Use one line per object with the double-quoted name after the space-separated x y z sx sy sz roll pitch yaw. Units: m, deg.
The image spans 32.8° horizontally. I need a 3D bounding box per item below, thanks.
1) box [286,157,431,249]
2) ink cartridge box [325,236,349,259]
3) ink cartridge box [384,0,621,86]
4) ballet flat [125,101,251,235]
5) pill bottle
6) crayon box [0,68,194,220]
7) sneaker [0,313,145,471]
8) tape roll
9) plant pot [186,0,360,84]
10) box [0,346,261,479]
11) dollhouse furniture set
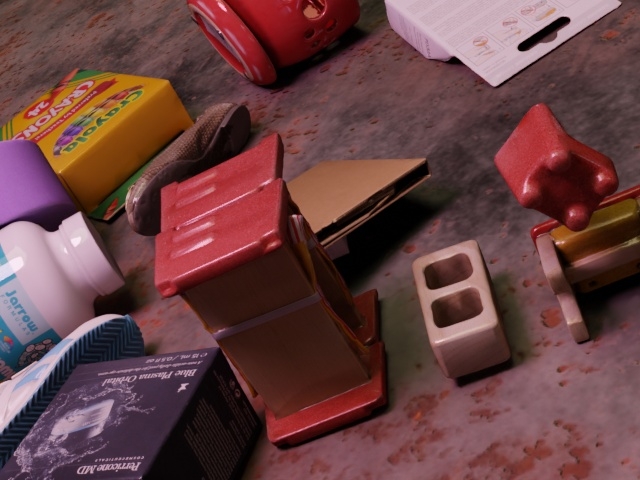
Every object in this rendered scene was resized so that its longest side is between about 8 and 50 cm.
-0.004 -0.036 1.100 0.164 0.021 0.201 -34 18 -24 "box"
0.000 0.000 1.093 0.083 0.028 0.048 -24 31 10 "ink cartridge box"
0.214 -0.272 1.307 0.189 0.066 0.232 -34 53 -8 "ink cartridge box"
-0.164 -0.090 1.294 0.058 0.084 0.250 10 42 25 "ballet flat"
-0.341 0.077 1.142 0.264 0.146 0.146 -33 32 -4 "pill bottle"
-0.314 -0.140 1.485 0.318 0.081 0.202 15 52 48 "crayon box"
-0.266 0.150 1.039 0.092 0.087 0.228 12 49 48 "sneaker"
-0.421 -0.005 1.240 0.274 0.090 0.275 -33 -3 -2 "tape roll"
-0.069 -0.315 1.448 0.174 0.191 0.191 -42 33 -5 "plant pot"
-0.156 0.176 0.892 0.155 0.093 0.158 -10 30 26 "box"
0.076 -0.002 0.876 0.374 0.201 0.152 -22 33 12 "dollhouse furniture set"
